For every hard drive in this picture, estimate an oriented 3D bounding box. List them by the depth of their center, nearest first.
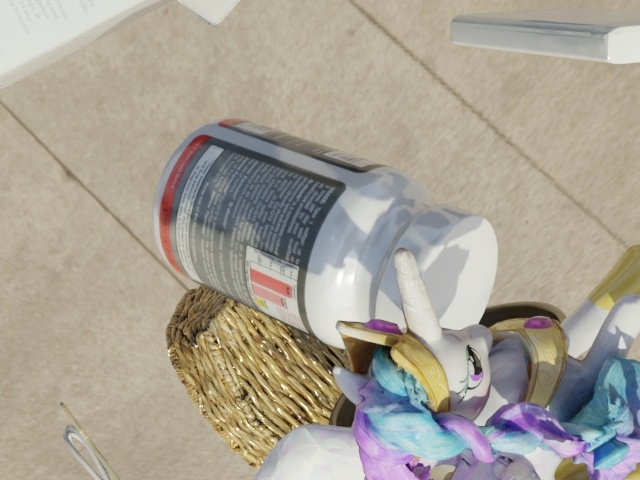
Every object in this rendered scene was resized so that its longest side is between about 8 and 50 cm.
[{"bbox_3d":[0.316,-0.241,1.131,0.203,0.307,0.040,-8,108,-21],"label":"hard drive"}]

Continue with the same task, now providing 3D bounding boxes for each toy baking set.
[{"bbox_3d":[-0.214,0.293,1.059,0.030,0.256,0.196,-36,43,-19],"label":"toy baking set"}]

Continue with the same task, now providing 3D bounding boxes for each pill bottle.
[{"bbox_3d":[0.000,0.000,1.108,0.362,0.210,0.210,22,75,34],"label":"pill bottle"}]

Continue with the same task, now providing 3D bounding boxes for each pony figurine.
[{"bbox_3d":[0.112,0.166,0.643,0.302,0.363,0.351,26,110,42],"label":"pony figurine"}]

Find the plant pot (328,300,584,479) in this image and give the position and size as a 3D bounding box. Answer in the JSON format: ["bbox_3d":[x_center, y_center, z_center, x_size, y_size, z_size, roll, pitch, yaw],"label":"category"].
[{"bbox_3d":[0.212,0.275,1.217,0.323,0.323,0.280,-29,103,-7],"label":"plant pot"}]

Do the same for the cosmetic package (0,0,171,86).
[{"bbox_3d":[-0.326,-0.380,1.261,0.453,0.161,0.230,-21,100,18],"label":"cosmetic package"}]

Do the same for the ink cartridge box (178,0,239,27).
[{"bbox_3d":[0.001,-0.381,0.710,0.166,0.285,0.395,38,75,-13],"label":"ink cartridge box"}]

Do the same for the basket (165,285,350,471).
[{"bbox_3d":[-0.101,0.214,1.427,0.299,0.223,0.213,52,49,-15],"label":"basket"}]
